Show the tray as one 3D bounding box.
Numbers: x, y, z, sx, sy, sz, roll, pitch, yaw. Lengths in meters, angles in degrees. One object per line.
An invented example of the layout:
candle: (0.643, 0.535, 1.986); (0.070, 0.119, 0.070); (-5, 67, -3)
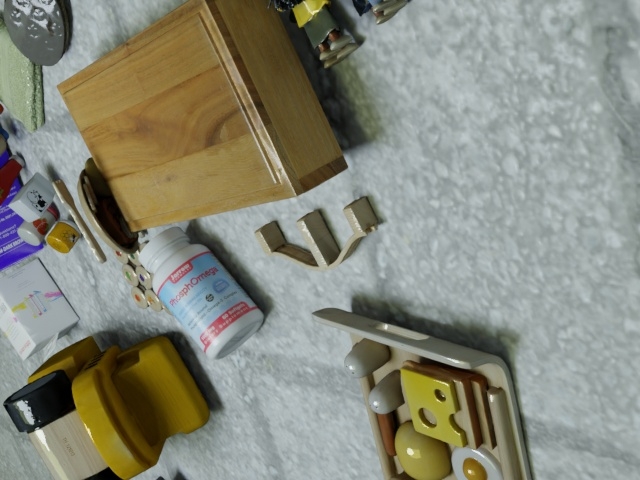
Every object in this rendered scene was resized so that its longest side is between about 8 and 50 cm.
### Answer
tray: (-0.148, -0.127, 1.124); (0.411, 0.076, 0.202); (-9, 109, 57)

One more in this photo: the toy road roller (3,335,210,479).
toy road roller: (-0.289, 0.242, 1.543); (0.202, 0.241, 0.329); (62, -178, -7)

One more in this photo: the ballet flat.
ballet flat: (-0.354, -0.328, 1.271); (0.084, 0.058, 0.249); (2, 131, 9)

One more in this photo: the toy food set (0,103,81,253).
toy food set: (-0.440, -0.088, 1.536); (0.232, 0.104, 0.111); (43, 146, -23)

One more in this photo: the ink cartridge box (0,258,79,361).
ink cartridge box: (-0.472, 0.122, 1.719); (0.143, 0.090, 0.092); (55, 145, 2)

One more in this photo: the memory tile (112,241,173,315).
memory tile: (-0.234, 0.052, 1.446); (0.148, 0.012, 0.113); (4, 119, 49)

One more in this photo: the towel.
towel: (-0.424, -0.229, 1.449); (0.110, 0.027, 0.148); (40, 141, 22)

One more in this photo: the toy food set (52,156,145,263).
toy food set: (-0.261, -0.044, 1.315); (0.039, 0.192, 0.132); (-28, 98, 11)

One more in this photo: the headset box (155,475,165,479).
headset box: (-0.265, 0.553, 1.650); (0.246, 0.283, 0.131); (45, 159, 18)

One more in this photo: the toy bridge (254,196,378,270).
toy bridge: (0.000, 0.000, 1.113); (0.188, 0.026, 0.063); (-12, 109, 53)

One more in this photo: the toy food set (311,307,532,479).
toy food set: (0.104, 0.224, 1.103); (0.220, 0.092, 0.306); (12, 126, 46)

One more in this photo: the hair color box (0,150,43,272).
hair color box: (-0.570, -0.127, 1.634); (0.185, 0.110, 0.338); (14, 128, 46)

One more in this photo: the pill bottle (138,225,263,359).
pill bottle: (-0.150, 0.062, 1.288); (0.160, 0.087, 0.087); (48, 144, 12)

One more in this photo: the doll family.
doll family: (0.009, -0.227, 0.894); (0.193, 0.076, 0.111); (-31, 87, 50)
